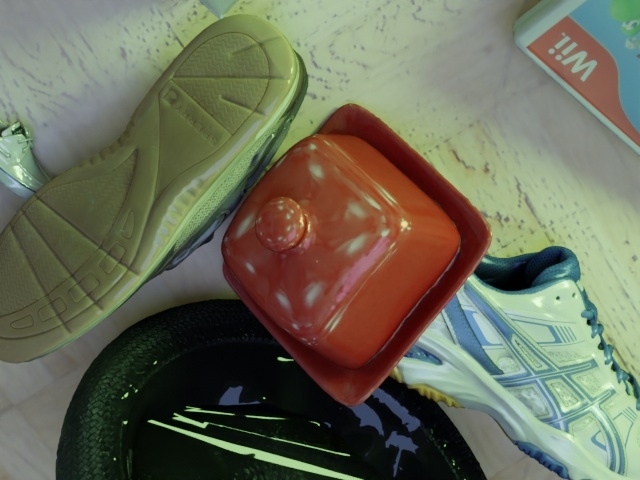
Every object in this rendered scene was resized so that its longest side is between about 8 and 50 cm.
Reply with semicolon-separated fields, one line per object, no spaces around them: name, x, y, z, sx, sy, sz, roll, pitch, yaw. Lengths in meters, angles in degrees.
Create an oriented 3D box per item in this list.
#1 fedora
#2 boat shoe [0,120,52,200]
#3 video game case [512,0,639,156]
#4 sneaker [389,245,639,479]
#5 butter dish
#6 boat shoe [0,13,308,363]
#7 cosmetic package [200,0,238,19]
fedora;-0.041;0.204;1.033;0.334;0.334;0.152;28;138;-14
boat shoe;-0.210;-0.063;1.005;0.100;0.035;0.035;42;104;-11
video game case;0.295;-0.153;0.954;0.204;0.025;0.285;37;126;-25
sneaker;0.165;0.079;1.051;0.296;0.112;0.131;29;104;-15
butter dish;0.000;0.000;0.970;0.160;0.160;0.118;-51;151;11
boat shoe;-0.111;-0.024;0.994;0.285;0.092;0.103;-48;66;8
cosmetic package;-0.016;-0.257;0.905;0.107;0.127;0.238;40;103;-18
